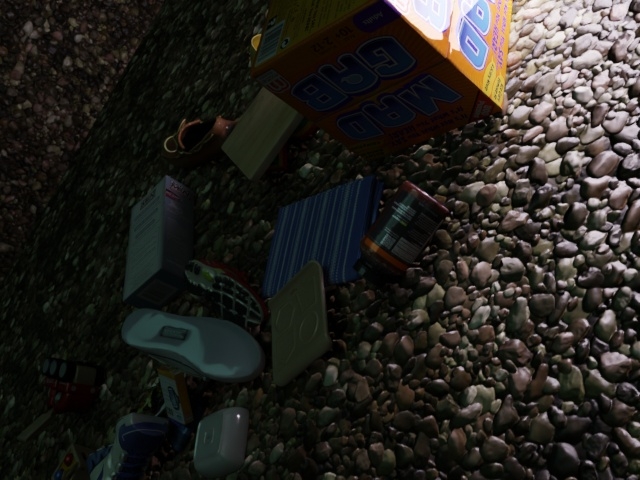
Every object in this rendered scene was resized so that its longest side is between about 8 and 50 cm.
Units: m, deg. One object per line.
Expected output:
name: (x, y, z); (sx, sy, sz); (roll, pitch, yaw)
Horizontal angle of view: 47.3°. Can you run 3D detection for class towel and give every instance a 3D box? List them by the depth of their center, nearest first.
towel: (0.000, 0.000, 1.618); (0.336, 0.040, 0.243); (-15, 55, 47)
towel: (-0.311, 0.421, 1.686); (0.119, 0.029, 0.067); (-59, 35, -1)

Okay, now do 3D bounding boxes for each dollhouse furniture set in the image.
dollhouse furniture set: (-0.300, 0.113, 1.874); (0.081, 0.091, 0.114); (-50, 29, -14)

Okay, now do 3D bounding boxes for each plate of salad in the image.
plate of salad: (-0.397, 0.366, 1.783); (0.200, 0.048, 0.200); (-40, 21, 19)

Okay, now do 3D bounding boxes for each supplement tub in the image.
supplement tub: (0.144, -0.007, 1.370); (0.198, 0.106, 0.106); (-54, 34, 7)

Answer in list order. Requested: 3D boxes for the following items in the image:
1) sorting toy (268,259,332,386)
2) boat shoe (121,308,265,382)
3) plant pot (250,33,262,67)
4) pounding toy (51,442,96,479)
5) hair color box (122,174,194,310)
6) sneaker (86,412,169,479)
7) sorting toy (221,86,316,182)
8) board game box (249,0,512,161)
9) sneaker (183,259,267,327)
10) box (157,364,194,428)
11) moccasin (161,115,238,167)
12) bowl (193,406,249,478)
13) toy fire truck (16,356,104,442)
sorting toy: (-0.041, 0.172, 1.514); (0.193, 0.038, 0.208); (-45, 40, 37)
boat shoe: (-0.274, 0.261, 1.678); (0.367, 0.156, 0.135); (8, 63, 23)
plant pot: (-0.151, -0.525, 2.137); (0.134, 0.134, 0.095); (-97, 25, -42)
pounding toy: (-0.635, 0.604, 1.893); (0.130, 0.100, 0.141); (-59, 34, 1)
hair color box: (-0.465, 0.008, 2.124); (0.185, 0.114, 0.374); (-38, 40, 28)
sneaker: (-0.446, 0.543, 1.690); (0.315, 0.128, 0.182); (-48, 39, 34)
sorting toy: (-0.122, -0.288, 1.935); (0.257, 0.089, 0.255); (-54, 35, 7)
board game box: (0.135, -0.437, 1.485); (0.356, 0.356, 0.356); (-17, 52, 45)
sneaker: (-0.207, 0.108, 1.731); (0.279, 0.118, 0.107); (31, 119, 38)
box: (-0.326, 0.356, 1.653); (0.081, 0.028, 0.136); (5, 111, 50)
moccasin: (-0.383, -0.304, 2.226); (0.380, 0.147, 0.139); (3, 67, 53)
bowl: (-0.218, 0.423, 1.547); (0.142, 0.053, 0.142); (-29, 44, 39)
toy fire truck: (-0.764, 0.472, 2.135); (0.217, 0.159, 0.246); (-4, 73, 50)
